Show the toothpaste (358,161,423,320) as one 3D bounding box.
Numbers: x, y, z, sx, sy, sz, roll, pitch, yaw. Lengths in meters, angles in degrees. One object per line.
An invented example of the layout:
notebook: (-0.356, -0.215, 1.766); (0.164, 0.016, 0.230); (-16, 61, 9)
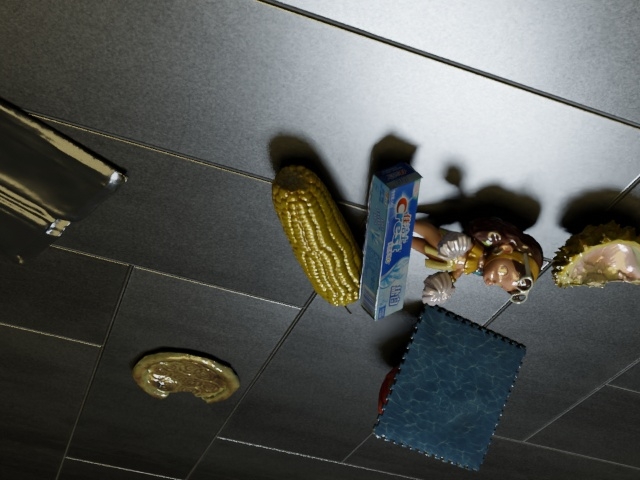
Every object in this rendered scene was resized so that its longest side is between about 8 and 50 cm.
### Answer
toothpaste: (0.107, 0.008, 1.403); (0.066, 0.053, 0.272); (-20, 135, -26)

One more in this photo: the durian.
durian: (0.473, 0.019, 1.438); (0.224, 0.078, 0.140); (7, 133, -21)

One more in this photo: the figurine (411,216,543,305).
figurine: (0.234, 0.021, 1.430); (0.240, 0.116, 0.175); (9, 142, 4)

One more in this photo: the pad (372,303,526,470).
pad: (0.250, 0.284, 1.698); (0.269, 0.269, 0.012); (23, 176, -26)

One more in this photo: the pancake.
pancake: (-0.292, 0.298, 1.942); (0.235, 0.029, 0.212); (3, 143, 0)

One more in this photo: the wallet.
wallet: (-0.496, -0.080, 1.437); (0.247, 0.041, 0.323); (31, 133, -32)

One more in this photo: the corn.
corn: (0.000, 0.000, 1.436); (0.106, 0.106, 0.305); (-9, 141, 18)

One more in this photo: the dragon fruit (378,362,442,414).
dragon fruit: (0.200, 0.318, 1.784); (0.172, 0.172, 0.209); (-28, 174, 37)
